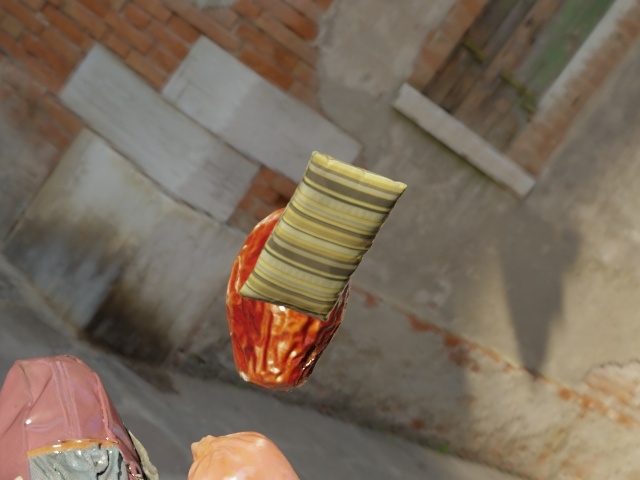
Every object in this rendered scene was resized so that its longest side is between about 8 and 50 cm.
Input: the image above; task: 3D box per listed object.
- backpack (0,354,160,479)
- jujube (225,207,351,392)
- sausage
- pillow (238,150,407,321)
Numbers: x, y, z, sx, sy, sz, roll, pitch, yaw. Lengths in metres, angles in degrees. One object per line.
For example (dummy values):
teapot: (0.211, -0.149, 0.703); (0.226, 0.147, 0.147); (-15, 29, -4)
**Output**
backpack: (-0.321, 0.300, 1.468); (0.197, 0.283, 0.317); (-1, 46, -26)
jujube: (-0.048, 0.092, 1.843); (0.197, 0.290, 0.197); (14, 3, -1)
sausage: (-0.072, 0.345, 1.409); (0.254, 0.148, 0.148); (60, 10, 4)
pillow: (0.000, 0.000, 1.261); (0.113, 0.203, 0.038); (20, 32, -18)
